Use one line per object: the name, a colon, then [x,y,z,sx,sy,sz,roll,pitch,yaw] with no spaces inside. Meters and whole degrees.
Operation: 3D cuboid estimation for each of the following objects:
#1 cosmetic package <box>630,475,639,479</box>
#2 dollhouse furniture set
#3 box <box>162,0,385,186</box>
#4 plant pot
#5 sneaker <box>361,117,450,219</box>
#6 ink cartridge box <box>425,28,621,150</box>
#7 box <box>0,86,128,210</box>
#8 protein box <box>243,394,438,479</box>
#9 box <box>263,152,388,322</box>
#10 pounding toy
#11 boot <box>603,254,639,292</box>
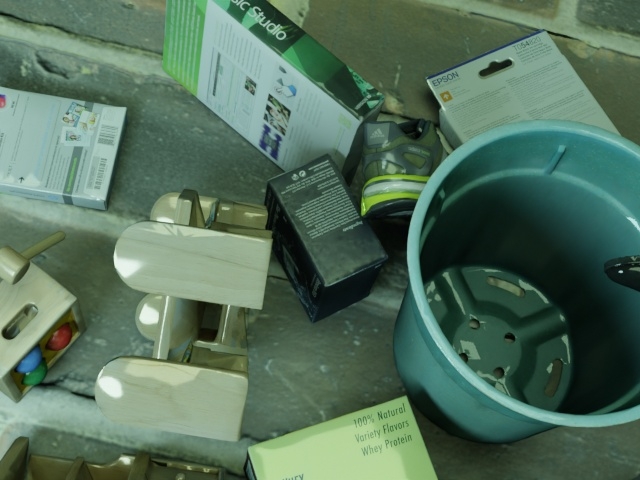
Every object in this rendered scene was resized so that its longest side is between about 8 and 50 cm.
cosmetic package: [0.297,0.396,1.173,0.365,0.197,0.155,-22,73,-17]
dollhouse furniture set: [-0.211,0.137,1.137,0.256,0.362,0.394,9,97,-5]
box: [-0.074,-0.210,1.349,0.322,0.232,0.058,39,64,8]
plant pot: [0.237,0.086,1.214,0.341,0.334,0.341,3,67,-7]
sneaker: [0.139,-0.093,1.312,0.111,0.300,0.121,-8,87,25]
ink cartridge box: [0.291,-0.175,1.483,0.223,0.045,0.224,-24,72,-16]
box: [-0.366,-0.125,1.382,0.186,0.038,0.145,9,67,-5]
protein box: [0.034,0.318,1.201,0.199,0.136,0.201,-16,72,-13]
box: [0.000,0.000,1.314,0.093,0.156,0.158,-25,74,-15]
pounding toy: [-0.335,0.080,1.212,0.094,0.206,0.181,38,68,8]
boot: [0.347,0.070,1.033,0.121,0.045,0.099,6,71,-5]
